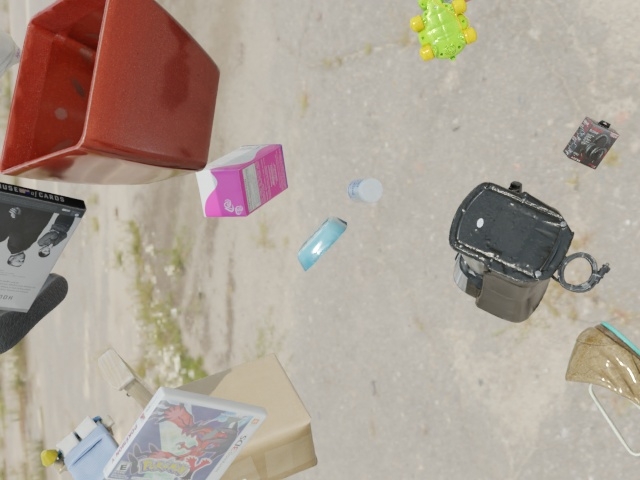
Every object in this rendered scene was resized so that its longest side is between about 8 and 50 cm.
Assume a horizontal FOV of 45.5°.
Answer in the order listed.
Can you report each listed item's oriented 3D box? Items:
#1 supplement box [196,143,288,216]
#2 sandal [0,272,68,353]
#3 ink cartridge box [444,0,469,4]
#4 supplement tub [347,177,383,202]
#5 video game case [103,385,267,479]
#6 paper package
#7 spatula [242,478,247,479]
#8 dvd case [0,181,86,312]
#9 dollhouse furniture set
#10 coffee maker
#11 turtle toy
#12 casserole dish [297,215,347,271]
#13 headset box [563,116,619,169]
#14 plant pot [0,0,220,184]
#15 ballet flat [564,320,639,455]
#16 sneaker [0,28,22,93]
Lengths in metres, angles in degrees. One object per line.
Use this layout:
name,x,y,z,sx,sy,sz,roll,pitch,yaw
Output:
supplement box,-0.173,-0.138,1.729,0.111,0.220,0.114,1,110,24
sandal,-0.648,0.158,1.630,0.054,0.254,0.097,19,127,23
ink cartridge box,0.303,-0.546,1.696,0.115,0.063,0.029,-14,82,37
supplement tub,0.126,-0.143,2.178,0.107,0.071,0.071,-174,80,-70
video game case,-0.210,0.319,1.208,0.183,0.201,0.023,-54,39,17
paper package,-0.209,0.479,1.960,0.309,0.324,0.168,-129,26,-53
spatula,-0.134,0.476,1.068,0.168,0.019,0.242,30,98,61
dvd case,-0.485,0.014,1.149,0.239,0.179,0.030,-51,47,28
dollhouse furniture set,-0.502,0.460,1.758,0.286,0.303,0.198,34,161,48
coffee maker,0.238,0.033,0.920,0.171,0.120,0.178,51,176,23
turtle toy,0.193,-0.350,1.231,0.066,0.095,0.130,-32,-77,-78
casserole dish,0.000,0.000,1.435,0.114,0.037,0.188,-47,4,7
headset box,0.485,-0.177,1.362,0.083,0.062,0.032,-61,19,28
plant pot,-0.310,-0.216,1.190,0.267,0.235,0.267,-6,73,44
ballet flat,0.477,0.255,1.029,0.342,0.116,0.124,39,94,20
sneaker,-0.631,-0.245,1.288,0.305,0.152,0.114,-38,61,9
